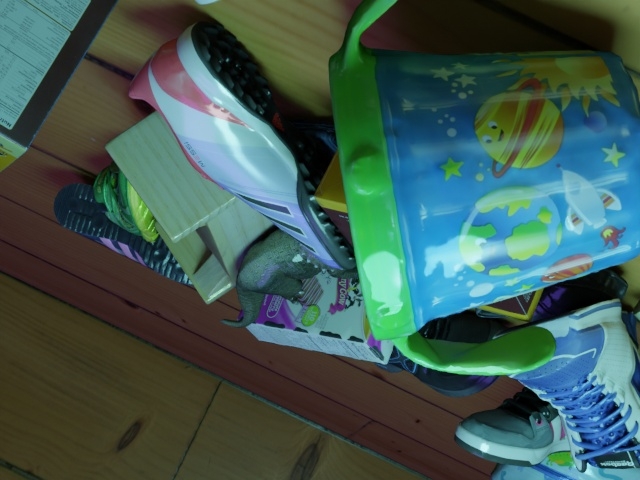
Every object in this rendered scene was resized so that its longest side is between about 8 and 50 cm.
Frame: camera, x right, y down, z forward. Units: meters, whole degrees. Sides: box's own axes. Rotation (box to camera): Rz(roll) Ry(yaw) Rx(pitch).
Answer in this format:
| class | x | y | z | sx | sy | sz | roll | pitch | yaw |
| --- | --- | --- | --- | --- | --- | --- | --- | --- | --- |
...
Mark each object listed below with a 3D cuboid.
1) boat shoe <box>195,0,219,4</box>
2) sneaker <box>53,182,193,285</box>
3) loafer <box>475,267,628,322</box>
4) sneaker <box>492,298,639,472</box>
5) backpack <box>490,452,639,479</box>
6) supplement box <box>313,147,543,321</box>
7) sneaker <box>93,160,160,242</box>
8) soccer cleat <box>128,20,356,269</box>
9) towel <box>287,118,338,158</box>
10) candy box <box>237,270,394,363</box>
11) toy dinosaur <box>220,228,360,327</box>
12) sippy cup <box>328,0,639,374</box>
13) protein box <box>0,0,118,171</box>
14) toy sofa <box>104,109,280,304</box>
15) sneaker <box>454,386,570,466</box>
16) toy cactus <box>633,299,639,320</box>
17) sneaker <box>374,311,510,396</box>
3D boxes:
| class | x | y | z | sx | sy | sz | roll | pitch | yaw |
| --- | --- | --- | --- | --- | --- | --- | --- | --- | --- |
| boat shoe | -0.051 | -0.264 | 0.709 | 0.096 | 0.098 | 0.277 | 32 | 152 | -18 |
| sneaker | -0.304 | -0.014 | 1.767 | 0.319 | 0.112 | 0.131 | 27 | 179 | 6 |
| loafer | 0.272 | 0.066 | 1.207 | 0.076 | 0.078 | 0.223 | 34 | 160 | -26 |
| sneaker | 0.315 | 0.172 | 1.133 | 0.127 | 0.182 | 0.315 | -20 | 164 | 26 |
| backpack | 0.436 | 0.382 | 1.530 | 0.355 | 0.273 | 0.290 | 35 | -179 | -25 |
| supplement box | 0.132 | -0.032 | 1.040 | 0.191 | 0.129 | 0.194 | 14 | 159 | 32 |
| sneaker | -0.297 | -0.069 | 1.552 | 0.124 | 0.109 | 0.295 | 22 | 163 | -2 |
| soccer cleat | -0.071 | -0.084 | 1.086 | 0.116 | 0.108 | 0.318 | -27 | 115 | 27 |
| towel | -0.009 | -0.115 | 1.163 | 0.119 | 0.029 | 0.067 | 8 | 154 | 41 |
| candy box | 0.013 | 0.076 | 1.432 | 0.233 | 0.159 | 0.071 | 6 | 151 | 36 |
| toy dinosaur | -0.033 | 0.023 | 1.319 | 0.314 | 0.121 | 0.160 | -19 | 157 | 31 |
| sippy cup | 0.134 | -0.051 | 0.793 | 0.224 | 0.240 | 0.305 | -10 | 149 | 5 |
| protein box | -0.355 | -0.200 | 1.115 | 0.136 | 0.201 | 0.200 | 33 | 161 | -21 |
| toy sofa | -0.136 | -0.057 | 1.307 | 0.150 | 0.177 | 0.362 | 53 | 172 | 13 |
| sneaker | 0.311 | 0.194 | 1.327 | 0.296 | 0.178 | 0.124 | 1 | -163 | -38 |
| toy cactus | 0.439 | 0.133 | 1.161 | 0.180 | 0.112 | 0.219 | 36 | 171 | 1 |
| sneaker | 0.149 | 0.151 | 1.540 | 0.140 | 0.125 | 0.341 | 38 | 158 | -29 |
